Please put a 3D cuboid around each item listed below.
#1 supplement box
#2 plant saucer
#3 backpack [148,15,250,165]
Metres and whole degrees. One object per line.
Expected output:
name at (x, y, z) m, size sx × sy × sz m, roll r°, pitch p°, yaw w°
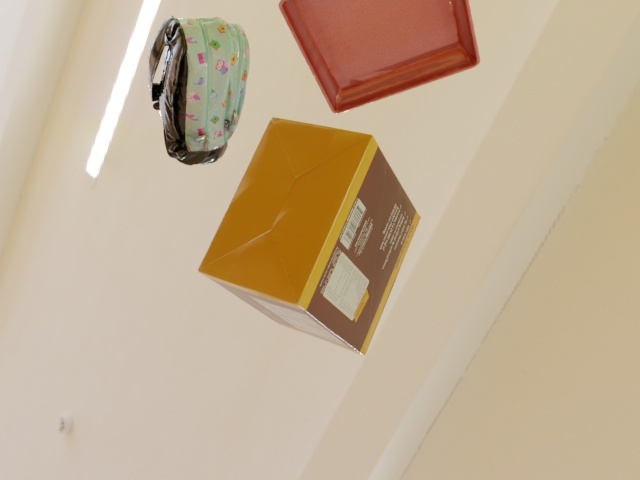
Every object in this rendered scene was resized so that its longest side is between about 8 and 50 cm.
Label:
supplement box at (0.000, 0.000, 0.742) m, size 0.129 × 0.194 × 0.191 m, roll 16°, pitch -107°, yaw 30°
plant saucer at (0.098, -0.328, 1.007) m, size 0.259 × 0.258 × 0.048 m, roll -16°, pitch -122°, yaw 13°
backpack at (-0.161, -0.211, 0.877) m, size 0.152 × 0.115 × 0.182 m, roll 59°, pitch -34°, yaw 34°
